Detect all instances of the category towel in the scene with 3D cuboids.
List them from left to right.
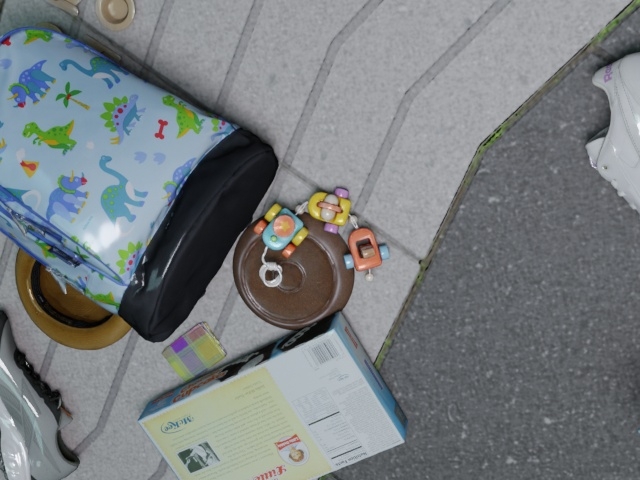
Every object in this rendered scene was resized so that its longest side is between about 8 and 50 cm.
[{"bbox_3d":[-0.176,0.157,1.249,0.083,0.009,0.060,-36,95,20],"label":"towel"}]

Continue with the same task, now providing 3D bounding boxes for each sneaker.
[{"bbox_3d":[-0.425,0.227,1.292,0.108,0.100,0.272,-15,99,-8],"label":"sneaker"},{"bbox_3d":[0.392,-0.072,1.020,0.152,0.114,0.305,-4,107,36],"label":"sneaker"}]

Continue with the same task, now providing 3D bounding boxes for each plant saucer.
[{"bbox_3d":[-0.040,0.044,1.177,0.168,0.029,0.168,4,105,13],"label":"plant saucer"}]

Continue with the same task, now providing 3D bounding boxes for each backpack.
[{"bbox_3d":[-0.277,-0.093,1.075,0.355,0.273,0.290,31,77,16],"label":"backpack"}]

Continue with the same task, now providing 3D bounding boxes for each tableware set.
[{"bbox_3d":[-0.311,-0.278,1.155,0.141,0.020,0.169,22,108,6],"label":"tableware set"}]

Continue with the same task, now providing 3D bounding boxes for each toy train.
[{"bbox_3d":[0.000,0.000,1.118,0.166,0.046,0.125,-10,87,-4],"label":"toy train"}]

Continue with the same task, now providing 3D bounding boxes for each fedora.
[{"bbox_3d":[-0.319,0.054,1.217,0.194,0.079,0.194,5,106,17],"label":"fedora"}]

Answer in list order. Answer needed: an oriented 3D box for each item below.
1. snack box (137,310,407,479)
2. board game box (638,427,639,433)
[{"bbox_3d":[-0.066,0.246,1.212,0.322,0.060,0.187,-27,104,18],"label":"snack box"},{"bbox_3d":[0.536,0.250,0.985,0.336,0.254,0.079,51,149,-4],"label":"board game box"}]
